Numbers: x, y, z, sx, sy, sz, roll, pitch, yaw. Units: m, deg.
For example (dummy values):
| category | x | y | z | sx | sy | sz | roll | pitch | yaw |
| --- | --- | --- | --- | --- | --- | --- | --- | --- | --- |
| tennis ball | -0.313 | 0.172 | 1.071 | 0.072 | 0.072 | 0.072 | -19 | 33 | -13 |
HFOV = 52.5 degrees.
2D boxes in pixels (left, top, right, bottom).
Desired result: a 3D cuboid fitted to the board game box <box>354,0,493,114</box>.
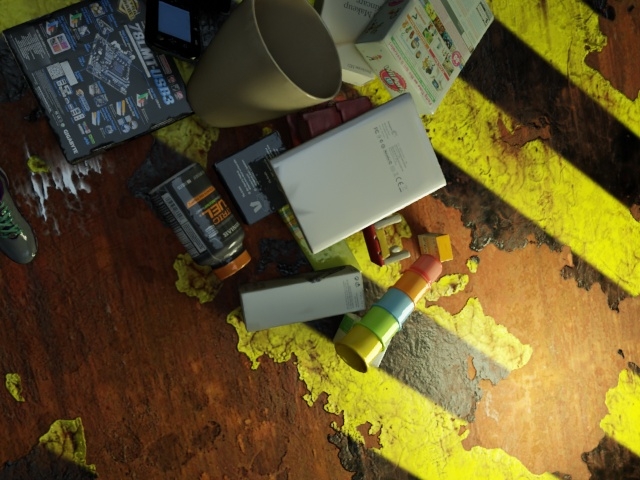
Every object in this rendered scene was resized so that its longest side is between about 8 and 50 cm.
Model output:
| category | x | y | z | sx | sy | sz | roll | pitch | yaw |
| --- | --- | --- | --- | --- | --- | --- | --- | --- | --- |
| board game box | 0.239 | -0.467 | 1.441 | 0.224 | 0.097 | 0.303 | 46 | 69 | -36 |

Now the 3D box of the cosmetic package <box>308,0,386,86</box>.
| category | x | y | z | sx | sy | sz | roll | pitch | yaw |
| --- | --- | --- | --- | --- | --- | --- | --- | --- | --- |
| cosmetic package | 0.070 | -0.524 | 1.457 | 0.160 | 0.113 | 0.309 | 12 | 91 | -15 |

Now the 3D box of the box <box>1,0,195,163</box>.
| category | x | y | z | sx | sy | sz | roll | pitch | yaw |
| --- | --- | --- | --- | --- | --- | --- | --- | --- | --- |
| box | -0.456 | -0.350 | 1.366 | 0.293 | 0.073 | 0.295 | -26 | 100 | -11 |

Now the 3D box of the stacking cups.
| category | x | y | z | sx | sy | sz | roll | pitch | yaw |
| --- | --- | --- | --- | --- | --- | --- | --- | --- | --- |
| stacking cups | 0.164 | 0.157 | 1.467 | 0.316 | 0.096 | 0.096 | -44 | 103 | -28 |

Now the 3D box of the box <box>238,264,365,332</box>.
| category | x | y | z | sx | sy | sz | roll | pitch | yaw |
| --- | --- | --- | --- | --- | --- | --- | --- | --- | --- |
| box | -0.044 | 0.129 | 1.474 | 0.275 | 0.113 | 0.094 | -10 | 98 | -10 |

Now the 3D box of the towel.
| category | x | y | z | sx | sy | sz | roll | pitch | yaw |
| --- | --- | --- | --- | --- | --- | --- | --- | --- | --- |
| towel | 0.000 | 0.000 | 1.531 | 0.102 | 0.021 | 0.237 | -32 | 102 | -4 |

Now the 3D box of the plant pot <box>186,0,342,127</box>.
| category | x | y | z | sx | sy | sz | roll | pitch | yaw |
| --- | --- | --- | --- | --- | --- | --- | --- | --- | --- |
| plant pot | -0.140 | -0.344 | 1.333 | 0.256 | 0.274 | 0.256 | 30 | 49 | -40 |

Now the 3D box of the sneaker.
| category | x | y | z | sx | sy | sz | roll | pitch | yaw |
| --- | --- | --- | --- | --- | --- | --- | --- | --- | --- |
| sneaker | -0.658 | -0.050 | 1.328 | 0.083 | 0.098 | 0.224 | -25 | 99 | -10 |

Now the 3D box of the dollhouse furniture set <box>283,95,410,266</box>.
| category | x | y | z | sx | sy | sz | roll | pitch | yaw |
| --- | --- | --- | --- | --- | --- | --- | --- | --- | --- |
| dollhouse furniture set | 0.053 | -0.129 | 1.448 | 0.152 | 0.201 | 0.374 | -19 | 105 | -12 |

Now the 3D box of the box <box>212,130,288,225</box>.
| category | x | y | z | sx | sy | sz | roll | pitch | yaw |
| --- | --- | --- | --- | --- | --- | --- | --- | --- | --- |
| box | -0.135 | -0.139 | 1.448 | 0.158 | 0.093 | 0.156 | -30 | 101 | -10 |

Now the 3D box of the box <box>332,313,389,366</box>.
| category | x | y | z | sx | sy | sz | roll | pitch | yaw |
| --- | --- | --- | --- | --- | --- | --- | --- | --- | --- |
| box | 0.097 | 0.231 | 1.529 | 0.102 | 0.101 | 0.087 | 24 | 89 | -12 |

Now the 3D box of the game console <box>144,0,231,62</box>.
| category | x | y | z | sx | sy | sz | roll | pitch | yaw |
| --- | --- | --- | --- | --- | --- | --- | --- | --- | --- |
| game console | -0.279 | -0.468 | 1.291 | 0.213 | 0.361 | 0.044 | 7 | 137 | -20 |

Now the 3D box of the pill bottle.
| category | x | y | z | sx | sy | sz | roll | pitch | yaw |
| --- | --- | --- | --- | --- | --- | --- | --- | --- | --- |
| pill bottle | -0.252 | -0.036 | 1.410 | 0.130 | 0.130 | 0.246 | -35 | 102 | -9 |

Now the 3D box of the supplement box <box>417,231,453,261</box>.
| category | x | y | z | sx | sy | sz | roll | pitch | yaw |
| --- | --- | --- | --- | --- | --- | --- | --- | --- | --- |
| supplement box | 0.274 | 0.015 | 1.555 | 0.036 | 0.098 | 0.062 | -13 | 96 | -16 |

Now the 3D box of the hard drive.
| category | x | y | z | sx | sy | sz | roll | pitch | yaw |
| --- | --- | --- | --- | --- | --- | --- | --- | --- | --- |
| hard drive | 0.079 | -0.138 | 1.326 | 0.318 | 0.040 | 0.210 | -28 | 106 | -9 |
